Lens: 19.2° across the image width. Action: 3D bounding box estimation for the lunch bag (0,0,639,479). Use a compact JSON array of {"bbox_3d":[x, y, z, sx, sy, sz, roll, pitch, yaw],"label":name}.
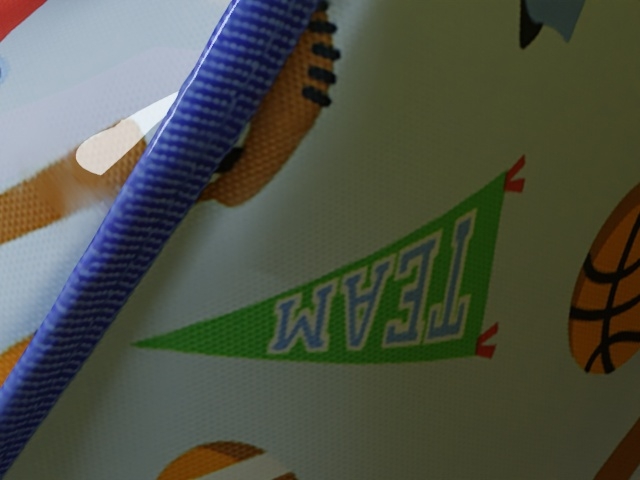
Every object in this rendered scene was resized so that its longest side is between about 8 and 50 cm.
[{"bbox_3d":[0.000,0.000,0.515,0.385,0.328,0.239,-51,51,23],"label":"lunch bag"}]
